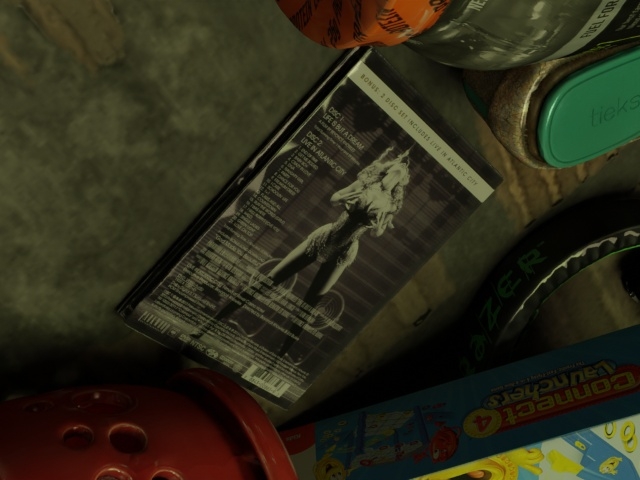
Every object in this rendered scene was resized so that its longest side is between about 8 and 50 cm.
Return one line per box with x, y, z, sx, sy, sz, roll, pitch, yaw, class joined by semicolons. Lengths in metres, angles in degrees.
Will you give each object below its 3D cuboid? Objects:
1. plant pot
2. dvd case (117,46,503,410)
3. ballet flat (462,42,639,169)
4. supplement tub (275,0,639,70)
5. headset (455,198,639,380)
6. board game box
-0.111;0.170;0.637;0.174;0.191;0.191;-15;130;-31;plant pot
0.000;0.000;0.699;0.221;0.018;0.164;-47;134;7;dvd case
0.225;-0.128;0.689;0.316;0.106;0.107;-14;123;-25;ballet flat
0.143;-0.196;0.512;0.338;0.207;0.207;-15;130;-25;supplement tub
0.282;0.097;0.908;0.394;0.185;0.243;20;108;-25;headset
0.152;0.236;0.812;0.302;0.086;0.308;-19;121;9;board game box
